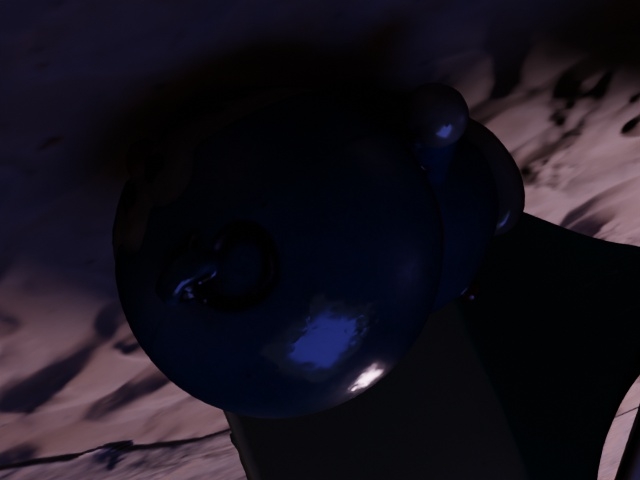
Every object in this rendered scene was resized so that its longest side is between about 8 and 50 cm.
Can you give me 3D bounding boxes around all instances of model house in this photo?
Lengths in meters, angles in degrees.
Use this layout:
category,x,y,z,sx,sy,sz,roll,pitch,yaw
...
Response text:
category,x,y,z,sx,sy,sz,roll,pitch,yaw
model house,0.042,0.049,0.640,0.149,0.127,0.100,-21,163,-2

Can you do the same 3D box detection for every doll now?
category,x,y,z,sx,sy,sz,roll,pitch,yaw
doll,0.000,0.000,0.525,0.114,0.085,0.152,-52,162,27

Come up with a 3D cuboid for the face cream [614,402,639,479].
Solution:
category,x,y,z,sx,sy,sz,roll,pitch,yaw
face cream,0.198,0.052,0.607,0.218,0.179,0.218,19,90,-81
